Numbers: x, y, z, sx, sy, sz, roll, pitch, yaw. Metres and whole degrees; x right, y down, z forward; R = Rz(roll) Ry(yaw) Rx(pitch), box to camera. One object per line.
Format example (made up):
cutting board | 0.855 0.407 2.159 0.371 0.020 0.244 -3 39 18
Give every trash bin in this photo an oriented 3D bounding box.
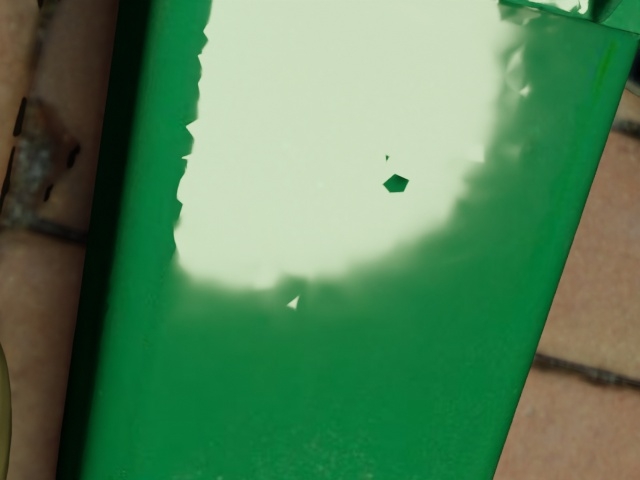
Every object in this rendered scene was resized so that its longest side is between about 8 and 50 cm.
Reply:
trash bin | 0.000 0.000 0.661 0.259 0.295 0.381 10 97 -14

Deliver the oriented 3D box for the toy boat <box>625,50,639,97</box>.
toy boat | 0.244 -0.112 0.879 0.309 0.129 0.142 29 59 -14

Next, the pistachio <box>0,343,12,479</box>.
pistachio | -0.212 0.114 0.664 0.135 0.136 0.226 1 89 -22
